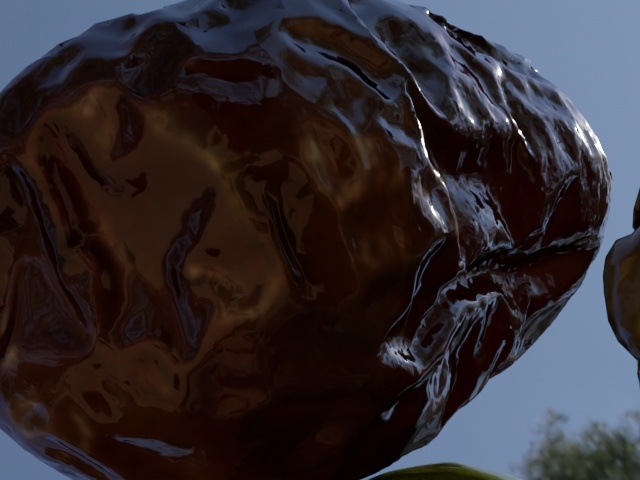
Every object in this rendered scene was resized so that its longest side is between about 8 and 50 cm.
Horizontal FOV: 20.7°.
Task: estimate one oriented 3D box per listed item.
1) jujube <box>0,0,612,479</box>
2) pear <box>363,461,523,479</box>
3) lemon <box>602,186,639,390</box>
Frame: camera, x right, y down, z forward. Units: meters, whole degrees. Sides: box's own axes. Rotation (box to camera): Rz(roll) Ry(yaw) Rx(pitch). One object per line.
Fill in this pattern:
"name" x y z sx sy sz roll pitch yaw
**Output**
"jujube" 0.000 0.000 0.756 0.342 0.216 0.216 -14 -53 -55
"pear" 0.055 0.197 0.739 0.166 0.180 0.216 -29 -47 -13
"lemon" 0.204 0.013 0.383 0.263 0.236 0.236 22 -73 -18
